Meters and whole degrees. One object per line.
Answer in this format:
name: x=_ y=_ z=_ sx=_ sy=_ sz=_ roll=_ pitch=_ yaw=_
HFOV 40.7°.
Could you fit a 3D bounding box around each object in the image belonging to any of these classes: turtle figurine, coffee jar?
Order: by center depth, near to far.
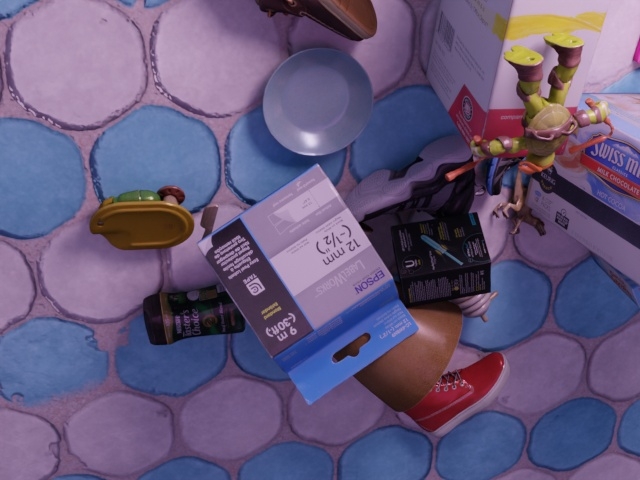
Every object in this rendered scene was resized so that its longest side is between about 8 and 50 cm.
turtle figurine: x=0.307 y=-0.174 z=1.235 sx=0.269 sy=0.087 sz=0.217 roll=-14 pitch=131 yaw=-3
coffee jar: x=-0.236 y=0.137 z=1.616 sx=0.184 sy=0.079 sz=0.096 roll=-9 pitch=120 yaw=-8

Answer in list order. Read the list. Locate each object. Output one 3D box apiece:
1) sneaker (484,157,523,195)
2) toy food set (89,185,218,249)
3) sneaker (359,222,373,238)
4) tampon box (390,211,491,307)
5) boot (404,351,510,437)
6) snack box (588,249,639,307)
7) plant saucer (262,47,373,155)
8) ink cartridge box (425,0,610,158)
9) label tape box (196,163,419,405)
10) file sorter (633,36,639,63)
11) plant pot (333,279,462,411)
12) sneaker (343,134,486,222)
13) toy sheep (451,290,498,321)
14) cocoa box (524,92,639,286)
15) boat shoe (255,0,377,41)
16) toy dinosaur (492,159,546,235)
sneaker: x=0.357 y=-0.163 z=1.595 sx=0.078 sy=0.067 sz=0.188 roll=20 pitch=110 yaw=-3
toy food set: x=-0.293 y=-0.048 z=1.516 sx=0.217 sy=0.071 sz=0.128 roll=-1 pitch=142 yaw=-11
sneaker: x=0.000 y=0.000 z=1.605 sx=0.192 sy=0.064 sz=0.086 roll=10 pitch=111 yaw=-21
tampon box: x=0.217 y=0.035 z=1.561 sx=0.161 sy=0.120 sz=0.101 roll=-10 pitch=142 yaw=4
boot: x=0.267 y=0.297 z=1.822 sx=0.176 sy=0.088 sz=0.244 roll=38 pitch=107 yaw=-26
snack box: x=0.713 y=-0.013 z=1.698 sx=0.322 sy=0.187 sz=0.060 roll=-31 pitch=120 yaw=4
plant saucer: x=-0.006 y=-0.242 z=1.488 sx=0.195 sy=0.037 sz=0.195 roll=-6 pitch=120 yaw=-10
ink cartridge box: x=0.301 y=-0.360 z=1.322 sx=0.160 sy=0.279 sz=0.385 roll=-3 pitch=129 yaw=-11
label tape box: x=-0.014 y=0.080 z=1.489 sx=0.249 sy=0.115 sz=0.348 roll=-33 pitch=90 yaw=-4
file sorter: x=0.749 y=-0.375 z=1.511 sx=0.290 sy=0.182 sz=0.202 roll=2 pitch=117 yaw=-14
plant pot: x=0.099 y=0.161 z=1.643 sx=0.254 sy=0.237 sz=0.237 roll=32 pitch=107 yaw=-12
sneaker: x=0.178 y=-0.070 z=1.589 sx=0.268 sy=0.101 sz=0.153 roll=-29 pitch=121 yaw=4
toy sheep: x=0.302 y=0.109 z=1.727 sx=0.091 sy=0.091 sz=0.132 roll=-35 pitch=102 yaw=7
cocoa box: x=0.566 y=-0.102 z=1.505 sx=0.231 sy=0.347 sz=0.228 roll=-5 pitch=119 yaw=-23
boat shoe: x=-0.058 y=-0.415 z=1.352 sx=0.342 sy=0.123 sz=0.123 roll=30 pitch=137 yaw=-31
toy dinosaur: x=0.383 y=-0.074 z=1.676 sx=0.092 sy=0.053 sz=0.183 roll=-35 pitch=124 yaw=-12
